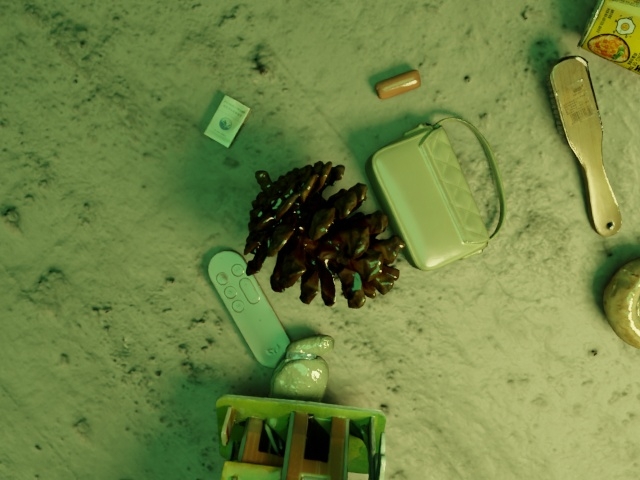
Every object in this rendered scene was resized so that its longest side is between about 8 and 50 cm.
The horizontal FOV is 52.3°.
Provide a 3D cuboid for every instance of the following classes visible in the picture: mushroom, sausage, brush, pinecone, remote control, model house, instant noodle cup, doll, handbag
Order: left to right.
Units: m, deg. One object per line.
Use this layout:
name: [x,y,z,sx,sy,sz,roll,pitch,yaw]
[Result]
remote control: [-0.130,0.129,1.224,0.077,0.022,0.245,-29,93,7]
model house: [-0.044,0.403,1.039,0.300,0.323,0.340,5,131,1]
doll: [-0.040,0.263,1.201,0.104,0.071,0.214,17,107,-18]
pinecone: [0.000,0.000,1.103,0.309,0.244,0.244,34,97,-14]
sausage: [0.138,-0.277,1.161,0.083,0.034,0.034,-18,94,7]
handbag: [0.217,-0.086,1.159,0.219,0.079,0.256,-24,94,-5]
brush: [0.461,-0.162,1.146,0.070,0.065,0.327,-22,103,-1]
instant noodle cup: [0.519,-0.362,1.066,0.144,0.182,0.182,22,97,11]
mushroom: [0.576,0.108,1.125,0.166,0.127,0.166,0,89,7]

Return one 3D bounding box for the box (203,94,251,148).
box: [-0.169,-0.217,1.192,0.054,0.024,0.083,30,96,-2]
